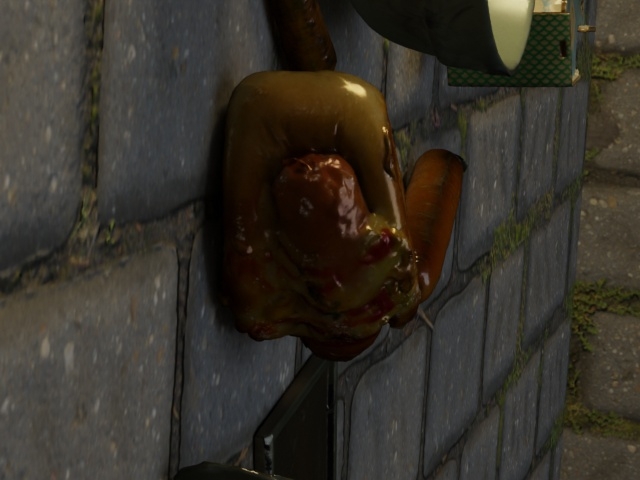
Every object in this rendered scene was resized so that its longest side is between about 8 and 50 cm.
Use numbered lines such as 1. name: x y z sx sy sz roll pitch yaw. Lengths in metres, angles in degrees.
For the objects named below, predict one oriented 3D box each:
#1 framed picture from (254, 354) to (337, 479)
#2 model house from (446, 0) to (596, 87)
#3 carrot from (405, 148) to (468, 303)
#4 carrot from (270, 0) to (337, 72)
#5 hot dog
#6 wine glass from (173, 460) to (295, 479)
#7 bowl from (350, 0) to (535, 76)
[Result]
1. framed picture: -0.020 0.260 1.716 0.213 0.016 0.289 -50 143 -65
2. model house: 0.196 -0.249 2.025 0.271 0.178 0.206 69 24 -65
3. carrot: 0.105 -0.009 1.999 0.225 0.067 0.067 -69 159 -49
4. carrot: -0.018 -0.181 1.510 0.170 0.042 0.042 73 27 -53
5. hot dog: 0.000 0.000 1.459 0.256 0.150 0.153 76 14 -53
6. wine glass: -0.079 0.268 1.321 0.103 0.103 0.222 75 25 -54
7. bowl: 0.096 -0.298 1.654 0.307 0.163 0.307 5 90 -75
